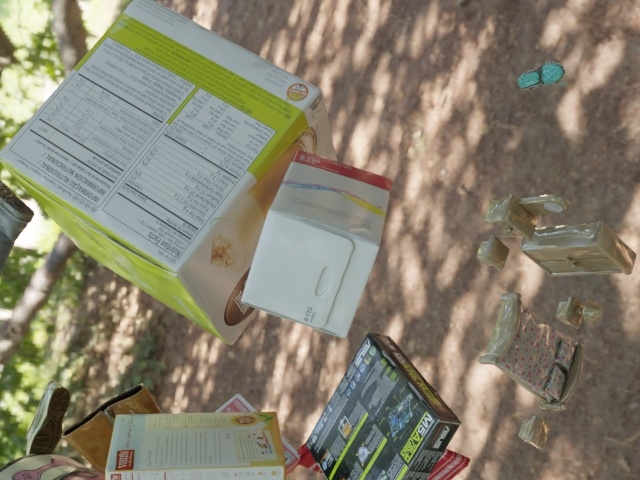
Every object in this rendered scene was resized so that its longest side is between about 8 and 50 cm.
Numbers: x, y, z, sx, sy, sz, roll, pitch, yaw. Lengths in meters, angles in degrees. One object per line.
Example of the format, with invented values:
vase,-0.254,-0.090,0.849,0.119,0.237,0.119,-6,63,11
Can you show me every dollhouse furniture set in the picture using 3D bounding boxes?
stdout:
dollhouse furniture set,0.392,0.142,1.596,0.173,0.303,0.356,-6,55,52

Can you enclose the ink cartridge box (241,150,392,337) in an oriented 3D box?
ink cartridge box,0.000,0.000,1.059,0.176,0.127,0.128,-73,1,-63

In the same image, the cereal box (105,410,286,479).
cereal box,-0.174,0.296,1.298,0.173,0.240,0.047,-114,24,-74

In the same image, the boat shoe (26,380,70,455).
boat shoe,-0.513,0.339,1.727,0.048,0.056,0.153,22,95,47

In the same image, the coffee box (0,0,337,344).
coffee box,-0.206,-0.096,1.418,0.334,0.338,0.338,-54,-19,-15

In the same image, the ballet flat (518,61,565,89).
ballet flat,0.399,-0.291,1.633,0.114,0.041,0.041,-3,75,61

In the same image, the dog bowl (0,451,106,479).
dog bowl,-0.416,0.555,1.499,0.150,0.408,0.408,-4,69,29

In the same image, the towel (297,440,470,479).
towel,0.115,0.410,1.743,0.199,0.274,0.031,-52,19,38

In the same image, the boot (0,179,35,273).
boot,-0.664,-0.009,1.807,0.189,0.076,0.208,40,108,26

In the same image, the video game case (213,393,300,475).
video game case,-0.205,0.454,1.809,0.204,0.285,0.025,39,157,32

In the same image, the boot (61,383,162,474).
boot,-0.305,0.398,1.439,0.264,0.280,0.096,-35,23,0

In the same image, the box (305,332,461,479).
box,0.072,0.244,1.165,0.184,0.045,0.191,47,115,49
